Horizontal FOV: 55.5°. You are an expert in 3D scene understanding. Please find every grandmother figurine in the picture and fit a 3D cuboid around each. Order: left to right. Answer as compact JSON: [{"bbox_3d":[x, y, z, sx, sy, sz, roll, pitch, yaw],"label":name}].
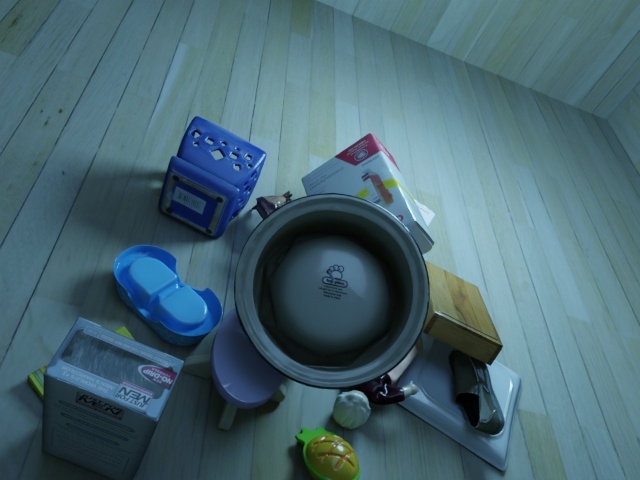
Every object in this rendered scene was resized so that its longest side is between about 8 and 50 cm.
[{"bbox_3d":[0.148,0.353,1.561,0.208,0.104,0.342,14,35,32],"label":"grandmother figurine"}]

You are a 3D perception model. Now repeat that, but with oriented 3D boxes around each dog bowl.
[{"bbox_3d":[-0.378,0.139,1.483,0.297,0.074,0.166,39,41,12],"label":"dog bowl"},{"bbox_3d":[0.020,0.113,1.316,0.408,0.150,0.408,1,76,-5],"label":"dog bowl"}]

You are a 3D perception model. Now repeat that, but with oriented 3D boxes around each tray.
[{"bbox_3d":[0.386,0.191,1.765,0.203,0.076,0.411,26,19,-4],"label":"tray"}]

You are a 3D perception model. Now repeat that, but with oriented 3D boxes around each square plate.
[{"bbox_3d":[0.401,0.403,1.692,0.347,0.049,0.344,32,40,3],"label":"square plate"}]

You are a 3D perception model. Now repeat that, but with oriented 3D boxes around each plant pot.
[{"bbox_3d":[-0.317,-0.164,1.714,0.236,0.236,0.212,27,46,-4],"label":"plant pot"}]

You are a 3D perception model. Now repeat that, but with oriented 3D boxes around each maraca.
[{"bbox_3d":[0.016,0.478,1.356,0.127,0.099,0.185,10,18,-30],"label":"maraca"}]

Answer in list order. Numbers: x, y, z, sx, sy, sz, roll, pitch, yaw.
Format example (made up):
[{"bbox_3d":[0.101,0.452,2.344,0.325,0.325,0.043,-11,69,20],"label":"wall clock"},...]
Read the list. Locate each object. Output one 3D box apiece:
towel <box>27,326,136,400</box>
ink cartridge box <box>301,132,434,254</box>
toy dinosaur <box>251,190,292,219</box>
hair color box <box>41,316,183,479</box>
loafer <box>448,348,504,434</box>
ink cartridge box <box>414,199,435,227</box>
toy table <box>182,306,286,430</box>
[{"bbox_3d":[-0.497,0.276,1.316,0.102,0.021,0.237,48,42,12],"label":"towel"},{"bbox_3d":[0.136,-0.092,1.840,0.160,0.279,0.385,41,23,-49],"label":"ink cartridge box"},{"bbox_3d":[-0.122,-0.070,1.744,0.295,0.127,0.200,33,20,34],"label":"toy dinosaur"},{"bbox_3d":[-0.378,0.300,1.077,0.185,0.374,0.114,25,49,-6],"label":"hair color box"},{"bbox_3d":[0.396,0.385,1.596,0.087,0.094,0.251,6,46,-31],"label":"loafer"},{"bbox_3d":[0.258,-0.048,2.026,0.172,0.100,0.237,34,41,4],"label":"ink cartridge box"},{"bbox_3d":[-0.178,0.286,1.383,0.252,0.161,0.274,28,40,-2],"label":"toy table"}]
